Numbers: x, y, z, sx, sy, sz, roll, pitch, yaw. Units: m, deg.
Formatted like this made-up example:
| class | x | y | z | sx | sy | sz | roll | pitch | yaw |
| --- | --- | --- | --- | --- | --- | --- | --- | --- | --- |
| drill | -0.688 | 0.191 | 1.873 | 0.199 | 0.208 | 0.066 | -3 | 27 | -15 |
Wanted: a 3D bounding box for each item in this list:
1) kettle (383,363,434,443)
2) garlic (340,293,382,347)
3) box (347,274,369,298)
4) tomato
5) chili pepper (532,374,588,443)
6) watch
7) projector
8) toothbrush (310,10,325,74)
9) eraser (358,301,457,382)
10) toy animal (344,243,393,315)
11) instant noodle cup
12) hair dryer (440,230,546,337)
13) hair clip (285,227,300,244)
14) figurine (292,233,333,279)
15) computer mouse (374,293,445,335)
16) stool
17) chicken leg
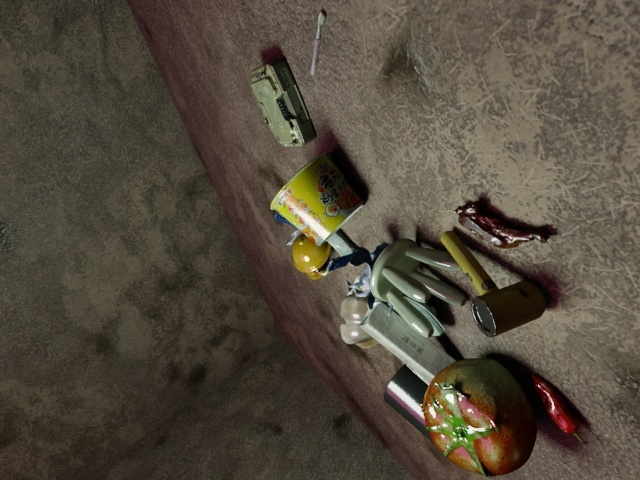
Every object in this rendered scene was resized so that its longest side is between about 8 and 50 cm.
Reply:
| class | x | y | z | sx | sy | sz | roll | pitch | yaw |
| --- | --- | --- | --- | --- | --- | --- | --- | --- | --- |
| kettle | 0.425 | 0.585 | 1.575 | 0.308 | 0.262 | 0.203 | 35 | -174 | 39 |
| garlic | 0.185 | 0.329 | 1.735 | 0.291 | 0.237 | 0.210 | -2 | 76 | 53 |
| box | 0.174 | 0.232 | 1.778 | 0.122 | 0.032 | 0.220 | 49 | 158 | 16 |
| tomato | 0.443 | 0.476 | 1.204 | 0.303 | 0.239 | 0.304 | 18 | 116 | 42 |
| chili pepper | 0.593 | 0.422 | 1.078 | 0.191 | 0.050 | 0.059 | 57 | 178 | 22 |
| watch | -0.005 | -0.009 | 1.541 | 0.276 | 0.068 | 0.274 | 45 | -158 | 16 |
| projector | -0.134 | -0.438 | 1.409 | 0.193 | 0.088 | 0.270 | 16 | 136 | 57 |
| toothbrush | -0.008 | -0.508 | 1.122 | 0.017 | 0.014 | 0.194 | 52 | 159 | 13 |
| eraser | 0.312 | 0.361 | 1.401 | 0.404 | 0.096 | 0.098 | 39 | 160 | -1 |
| toy animal | 0.158 | 0.103 | 1.312 | 0.239 | 0.176 | 0.255 | 45 | -166 | -26 |
| instant noodle cup | -0.002 | -0.118 | 1.369 | 0.200 | 0.264 | 0.264 | 48 | 159 | 3 |
| hair dryer | 0.377 | 0.079 | 0.999 | 0.090 | 0.134 | 0.279 | 83 | 165 | -51 |
| hair clip | -0.100 | -0.065 | 1.785 | 0.049 | 0.172 | 0.116 | 20 | 150 | -9 |
| figurine | -0.033 | 0.072 | 1.816 | 0.257 | 0.167 | 0.192 | 84 | 160 | -51 |
| computer mouse | 0.287 | 0.216 | 1.405 | 0.159 | 0.097 | 0.288 | 49 | 158 | -23 |
| stool | 0.265 | 0.120 | 1.173 | 0.198 | 0.195 | 0.195 | 35 | 150 | 43 |
| chicken leg | 0.373 | -0.025 | 0.918 | 0.219 | 0.048 | 0.090 | 37 | 155 | 43 |
